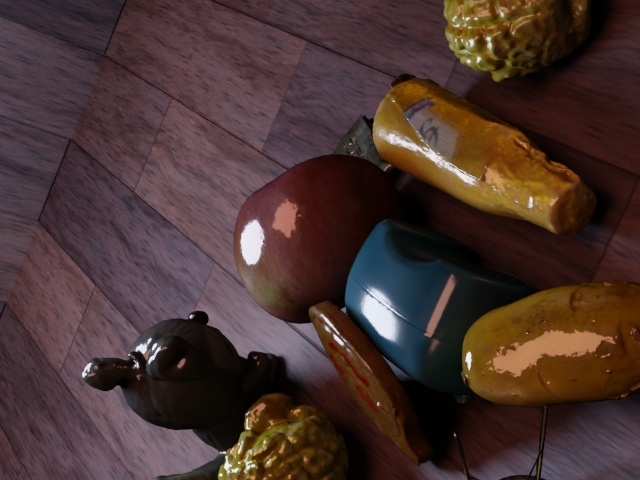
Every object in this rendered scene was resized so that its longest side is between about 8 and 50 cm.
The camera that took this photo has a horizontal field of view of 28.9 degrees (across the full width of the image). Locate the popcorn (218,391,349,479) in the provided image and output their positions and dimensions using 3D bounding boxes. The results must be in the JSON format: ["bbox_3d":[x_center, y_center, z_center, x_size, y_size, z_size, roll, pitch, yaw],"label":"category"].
[{"bbox_3d":[-0.064,0.372,2.067,0.251,0.206,0.237,-111,29,-67],"label":"popcorn"}]

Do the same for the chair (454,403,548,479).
[{"bbox_3d":[0.258,0.378,1.660,0.325,0.170,0.159,79,171,-45],"label":"chair"}]

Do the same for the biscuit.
[{"bbox_3d":[0.070,0.216,1.920,0.049,0.257,0.273,-32,37,-9],"label":"biscuit"}]

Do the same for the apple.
[{"bbox_3d":[0.000,0.000,2.079,0.306,0.306,0.235,-34,73,43],"label":"apple"}]

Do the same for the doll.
[{"bbox_3d":[-0.209,0.311,2.166,0.252,0.382,0.378,-28,58,27],"label":"doll"}]

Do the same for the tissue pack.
[{"bbox_3d":[0.165,0.107,1.855,0.287,0.198,0.206,35,106,55],"label":"tissue pack"}]

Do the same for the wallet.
[{"bbox_3d":[0.021,-0.067,2.282,0.317,0.044,0.169,-53,37,25],"label":"wallet"}]

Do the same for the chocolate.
[{"bbox_3d":[0.251,-0.130,1.896,0.445,0.162,0.162,35,104,53],"label":"chocolate"}]

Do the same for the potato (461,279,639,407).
[{"bbox_3d":[0.333,0.134,1.629,0.300,0.140,0.173,-14,30,28],"label":"potato"}]

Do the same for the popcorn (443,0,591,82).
[{"bbox_3d":[0.320,-0.376,1.899,0.225,0.174,0.286,41,99,38],"label":"popcorn"}]
